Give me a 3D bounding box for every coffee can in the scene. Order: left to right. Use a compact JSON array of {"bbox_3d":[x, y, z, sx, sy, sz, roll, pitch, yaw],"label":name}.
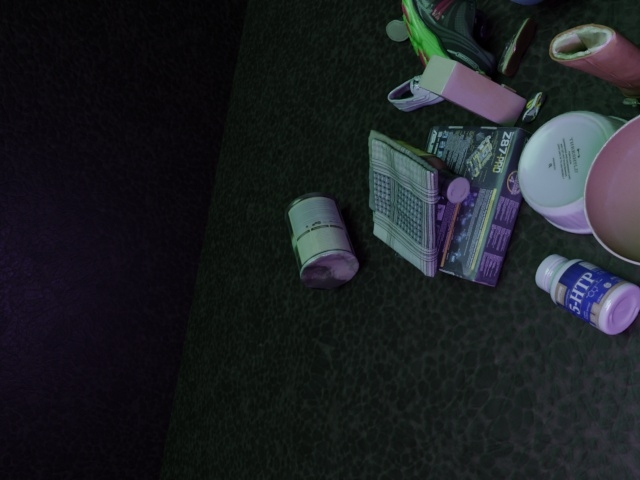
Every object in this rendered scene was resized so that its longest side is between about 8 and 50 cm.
[{"bbox_3d":[0.000,0.000,1.918,0.201,0.201,0.275,-49,42,35],"label":"coffee can"}]

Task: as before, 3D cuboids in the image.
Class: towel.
[{"bbox_3d":[0.208,-0.104,1.491,0.324,0.056,0.312,-131,28,-53],"label":"towel"}]

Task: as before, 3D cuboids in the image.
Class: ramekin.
[{"bbox_3d":[0.558,-0.156,1.215,0.273,0.127,0.273,-26,57,50],"label":"ramekin"}]

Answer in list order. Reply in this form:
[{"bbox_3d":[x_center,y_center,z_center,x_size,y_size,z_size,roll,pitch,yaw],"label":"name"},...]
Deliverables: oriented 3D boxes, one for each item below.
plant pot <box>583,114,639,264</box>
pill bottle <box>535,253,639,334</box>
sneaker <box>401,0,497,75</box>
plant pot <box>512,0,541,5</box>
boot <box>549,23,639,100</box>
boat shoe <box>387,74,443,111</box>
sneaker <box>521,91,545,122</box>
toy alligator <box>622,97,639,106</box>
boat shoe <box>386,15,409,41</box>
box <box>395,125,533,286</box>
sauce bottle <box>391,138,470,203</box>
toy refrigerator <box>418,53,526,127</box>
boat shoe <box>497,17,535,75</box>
[{"bbox_3d":[0.652,-0.078,0.988,0.284,0.191,0.284,-25,59,51],"label":"plant pot"},{"bbox_3d":[0.546,0.102,1.153,0.186,0.112,0.112,38,110,55],"label":"pill bottle"},{"bbox_3d":[0.367,-0.626,1.627,0.202,0.185,0.483,-20,67,6],"label":"sneaker"},{"bbox_3d":[0.519,-0.726,1.354,0.235,0.293,0.293,121,145,-47],"label":"plant pot"},{"bbox_3d":[0.617,-0.340,1.063,0.236,0.269,0.089,1,82,57],"label":"boot"},{"bbox_3d":[0.314,-0.468,1.728,0.258,0.084,0.095,-20,62,52],"label":"boat shoe"},{"bbox_3d":[0.535,-0.336,1.409,0.083,0.031,0.035,-60,23,16],"label":"sneaker"},{"bbox_3d":[0.695,-0.248,1.119,0.189,0.056,0.051,36,149,55],"label":"toy alligator"},{"bbox_3d":[0.301,-0.731,1.887,0.065,0.075,0.206,-38,20,-20],"label":"boat shoe"},{"bbox_3d":[0.377,-0.106,1.496,0.318,0.097,0.395,18,93,59],"label":"box"},{"bbox_3d":[0.270,-0.185,1.501,0.344,0.111,0.111,44,115,55],"label":"sauce bottle"},{"bbox_3d":[0.390,-0.378,1.415,0.102,0.269,0.094,47,117,53],"label":"toy refrigerator"},{"bbox_3d":[0.513,-0.515,1.477,0.049,0.056,0.152,42,113,48],"label":"boat shoe"}]
